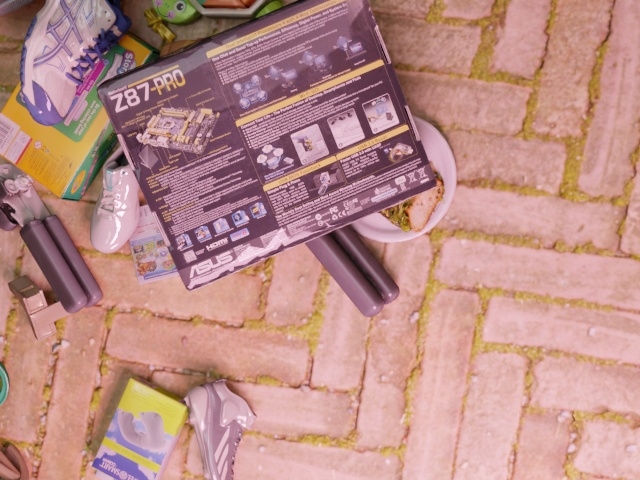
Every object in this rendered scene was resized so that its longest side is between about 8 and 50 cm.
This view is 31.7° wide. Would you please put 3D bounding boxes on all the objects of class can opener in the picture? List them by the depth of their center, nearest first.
[{"bbox_3d":[0.000,0.000,1.727,0.076,0.095,0.283,-36,85,-35],"label":"can opener"},{"bbox_3d":[-0.453,-0.004,1.815,0.093,0.074,0.280,-42,80,33],"label":"can opener"}]

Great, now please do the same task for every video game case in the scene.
[{"bbox_3d":[-0.262,0.002,1.800,0.087,0.011,0.122,-14,87,11],"label":"video game case"}]

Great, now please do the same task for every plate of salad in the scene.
[{"bbox_3d":[0.105,-0.096,1.707,0.200,0.048,0.200,0,90,12],"label":"plate of salad"}]

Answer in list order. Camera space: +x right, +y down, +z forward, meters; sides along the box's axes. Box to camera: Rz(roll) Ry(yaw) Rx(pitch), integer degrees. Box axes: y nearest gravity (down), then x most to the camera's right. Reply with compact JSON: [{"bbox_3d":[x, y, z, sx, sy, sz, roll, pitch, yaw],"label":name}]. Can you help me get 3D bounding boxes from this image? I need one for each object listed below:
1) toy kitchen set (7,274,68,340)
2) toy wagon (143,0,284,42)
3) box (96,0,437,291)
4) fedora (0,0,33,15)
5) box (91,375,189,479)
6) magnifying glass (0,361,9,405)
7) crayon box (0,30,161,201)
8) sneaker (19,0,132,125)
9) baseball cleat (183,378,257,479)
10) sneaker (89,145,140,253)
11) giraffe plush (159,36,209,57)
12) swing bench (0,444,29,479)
[{"bbox_3d":[-0.452,0.102,1.833,0.068,0.075,0.083,-27,123,-25],"label":"toy kitchen set"},{"bbox_3d":[-0.145,-0.447,1.750,0.344,0.068,0.267,-43,82,8],"label":"toy wagon"},{"bbox_3d":[-0.072,-0.148,1.595,0.395,0.097,0.318,-24,106,-2],"label":"box"},{"bbox_3d":[-0.502,-0.468,1.794,0.244,0.124,0.275,45,89,6],"label":"fedora"},{"bbox_3d":[-0.286,0.318,1.787,0.109,0.042,0.178,24,94,11],"label":"box"},{"bbox_3d":[-0.582,0.175,1.819,0.092,0.026,0.231,-27,103,-1],"label":"magnifying glass"},{"bbox_3d":[-0.389,-0.222,1.791,0.165,0.081,0.278,34,96,10],"label":"crayon box"},{"bbox_3d":[-0.356,-0.311,1.688,0.131,0.112,0.296,13,91,11],"label":"sneaker"},{"bbox_3d":[-0.142,0.317,1.743,0.109,0.072,0.206,-16,99,-9],"label":"baseball cleat"},{"bbox_3d":[-0.318,-0.084,1.762,0.080,0.094,0.212,23,90,16],"label":"sneaker"},{"bbox_3d":[-0.128,-0.224,1.717,0.210,0.181,0.170,-9,99,-23],"label":"giraffe plush"},{"bbox_3d":[-0.625,0.405,1.798,0.254,0.165,0.253,40,97,4],"label":"swing bench"}]
